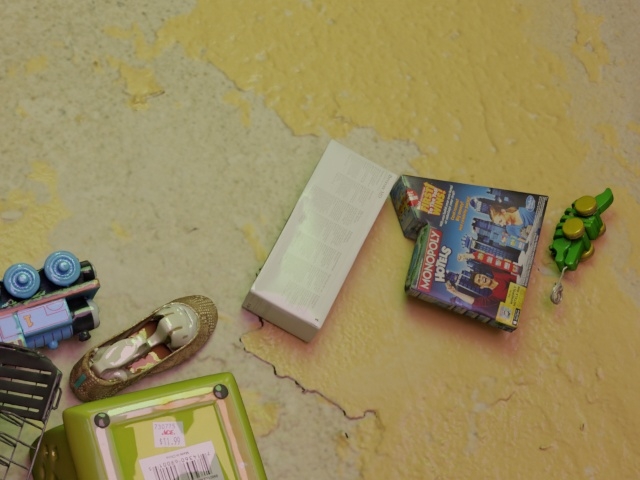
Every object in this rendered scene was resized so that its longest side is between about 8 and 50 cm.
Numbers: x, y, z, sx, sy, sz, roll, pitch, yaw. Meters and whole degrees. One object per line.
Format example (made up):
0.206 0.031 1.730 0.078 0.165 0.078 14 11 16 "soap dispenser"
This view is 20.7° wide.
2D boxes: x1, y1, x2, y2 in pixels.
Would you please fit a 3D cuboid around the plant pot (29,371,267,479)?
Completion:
-0.173 0.275 1.895 0.228 0.207 0.227 -11 70 -22 "plant pot"

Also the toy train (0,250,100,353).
-0.337 0.082 2.007 0.184 0.080 0.105 -17 80 -22 "toy train"

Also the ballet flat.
-0.198 0.120 2.033 0.206 0.067 0.073 -35 80 -27 "ballet flat"

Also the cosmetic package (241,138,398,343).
0.000 0.000 2.149 0.099 0.060 0.239 29 62 -1 "cosmetic package"

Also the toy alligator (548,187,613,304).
0.320 0.003 2.252 0.051 0.056 0.190 11 56 36 "toy alligator"

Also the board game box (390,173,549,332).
0.171 0.003 2.199 0.194 0.060 0.194 20 63 -6 "board game box"

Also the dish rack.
-0.389 0.230 1.855 0.208 0.074 0.272 6 70 32 "dish rack"
